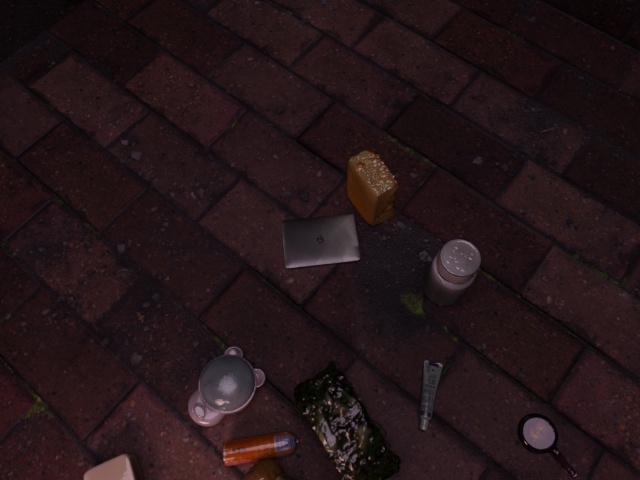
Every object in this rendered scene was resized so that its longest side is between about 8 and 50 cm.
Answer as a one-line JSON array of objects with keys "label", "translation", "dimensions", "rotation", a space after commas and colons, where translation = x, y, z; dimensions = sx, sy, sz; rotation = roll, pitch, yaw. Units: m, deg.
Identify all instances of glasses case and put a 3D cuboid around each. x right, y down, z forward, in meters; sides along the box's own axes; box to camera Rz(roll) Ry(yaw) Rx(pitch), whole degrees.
[{"label": "glasses case", "translation": [-0.554, 0.791, 1.424], "dimensions": [0.143, 0.076, 0.337], "rotation": [-21, 68, -9]}]

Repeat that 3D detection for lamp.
[{"label": "lamp", "translation": [-0.302, 0.456, 1.549], "dimensions": [0.179, 0.108, 0.246], "rotation": [39, 73, 21]}]

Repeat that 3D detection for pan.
[{"label": "pan", "translation": [0.682, 0.614, 1.497], "dimensions": [0.114, 0.040, 0.212], "rotation": [-37, 70, -8]}]

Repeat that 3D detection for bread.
[{"label": "bread", "translation": [0.178, -0.177, 1.723], "dimensions": [0.114, 0.275, 0.185], "rotation": [-32, 70, -9]}]

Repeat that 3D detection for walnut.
[{"label": "walnut", "translation": [-0.165, 0.714, 1.420], "dimensions": [0.144, 0.144, 0.180], "rotation": [41, 65, 17]}]

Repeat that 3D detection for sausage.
[{"label": "sausage", "translation": [-0.169, 0.614, 1.497], "dimensions": [0.233, 0.071, 0.071], "rotation": [-9, 67, -2]}]

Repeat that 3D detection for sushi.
[{"label": "sushi", "translation": [0.069, 0.525, 1.413], "dimensions": [0.178, 0.294, 0.352], "rotation": [-32, 71, -8]}]

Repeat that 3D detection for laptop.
[{"label": "laptop", "translation": [0.000, 0.000, 1.790], "dimensions": [0.268, 0.015, 0.188], "rotation": [-6, 66, -2]}]

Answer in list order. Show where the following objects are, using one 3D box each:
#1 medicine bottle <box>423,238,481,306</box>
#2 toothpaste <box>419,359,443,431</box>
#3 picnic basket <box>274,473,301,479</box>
[{"label": "medicine bottle", "translation": [0.416, 0.105, 1.604], "dimensions": [0.143, 0.258, 0.144], "rotation": [0, 66, 1]}, {"label": "toothpaste", "translation": [0.336, 0.479, 1.565], "dimensions": [0.061, 0.037, 0.216], "rotation": [12, 63, 7]}, {"label": "picnic basket", "translation": [-0.042, 0.809, 1.303], "dimensions": [0.228, 0.175, 0.313], "rotation": [35, 66, -28]}]
